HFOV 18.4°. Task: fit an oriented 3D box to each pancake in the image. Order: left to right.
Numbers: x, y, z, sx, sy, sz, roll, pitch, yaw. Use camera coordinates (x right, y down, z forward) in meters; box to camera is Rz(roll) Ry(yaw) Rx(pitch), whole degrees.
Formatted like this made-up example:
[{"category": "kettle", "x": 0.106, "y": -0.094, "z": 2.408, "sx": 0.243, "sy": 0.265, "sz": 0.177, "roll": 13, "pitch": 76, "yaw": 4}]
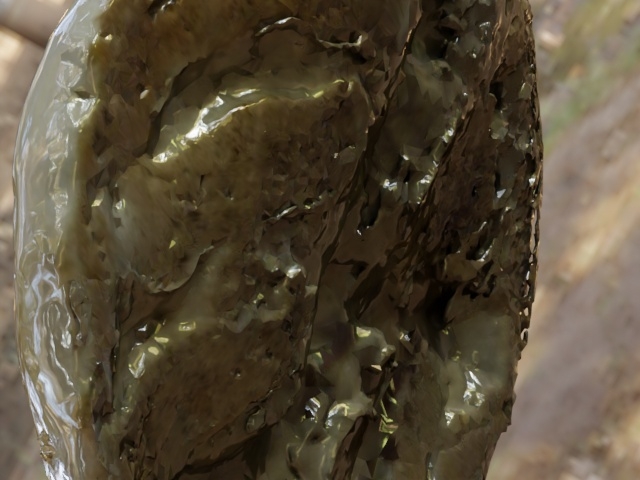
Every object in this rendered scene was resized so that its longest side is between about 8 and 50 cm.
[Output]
[{"category": "pancake", "x": 0.000, "y": 0.001, "z": 0.822, "sx": 0.082, "sy": 0.387, "sz": 0.387, "roll": 7, "pitch": 61, "yaw": 29}]
